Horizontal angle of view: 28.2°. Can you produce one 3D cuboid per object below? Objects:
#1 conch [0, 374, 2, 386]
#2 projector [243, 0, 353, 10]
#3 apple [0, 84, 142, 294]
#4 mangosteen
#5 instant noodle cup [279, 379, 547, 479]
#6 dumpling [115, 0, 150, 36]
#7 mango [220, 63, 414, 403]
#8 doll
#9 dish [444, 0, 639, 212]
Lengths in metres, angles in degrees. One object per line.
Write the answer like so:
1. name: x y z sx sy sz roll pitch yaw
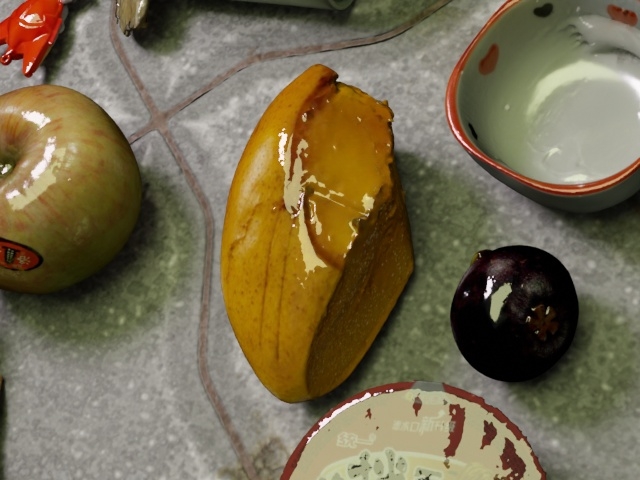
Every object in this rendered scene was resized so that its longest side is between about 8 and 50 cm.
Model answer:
1. conch: -0.395 0.300 1.416 0.109 0.093 0.330 -23 38 30
2. projector: -0.079 -0.432 1.517 0.249 0.248 0.248 10 71 25
3. apple: -0.329 -0.057 1.480 0.261 0.194 0.261 -10 62 19
4. mangosteen: 0.185 0.068 1.270 0.137 0.137 0.151 -53 26 -7
5. instant noodle cup: 0.095 0.274 1.220 0.274 0.091 0.274 -8 65 18
6. dumpling: -0.213 -0.415 1.657 0.086 0.166 0.332 11 86 -18
7. mango: 0.000 0.000 1.343 0.199 0.201 0.350 -6 68 60
8. doll: -0.368 -0.298 1.681 0.109 0.057 0.169 30 81 32
9. dish: 0.267 -0.139 1.323 0.256 0.117 0.256 -8 64 17
